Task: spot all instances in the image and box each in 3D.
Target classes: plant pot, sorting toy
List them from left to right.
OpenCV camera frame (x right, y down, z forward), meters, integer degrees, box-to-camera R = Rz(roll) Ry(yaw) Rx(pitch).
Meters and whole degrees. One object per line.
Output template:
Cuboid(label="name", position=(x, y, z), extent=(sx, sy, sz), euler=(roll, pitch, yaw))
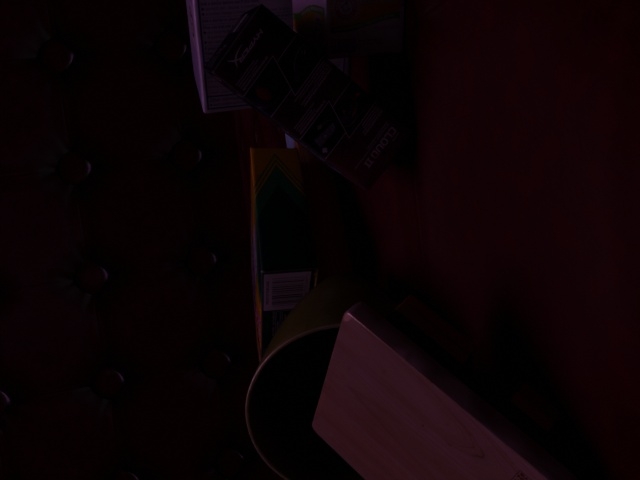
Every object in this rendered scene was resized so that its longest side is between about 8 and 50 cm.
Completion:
Cuboid(label="plant pot", position=(0.042, 0.174, 0.974), extent=(0.293, 0.274, 0.275), euler=(-86, -6, -68))
Cuboid(label="sorting toy", position=(0.127, 0.207, 0.711), extent=(0.257, 0.089, 0.256), euler=(38, 142, 22))

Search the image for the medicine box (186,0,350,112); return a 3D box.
Cuboid(label="medicine box", position=(-0.090, -0.388, 1.104), extent=(0.149, 0.263, 0.289), euler=(-114, 20, -50))

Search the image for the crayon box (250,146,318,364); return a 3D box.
Cuboid(label="crayon box", position=(-0.085, 0.051, 1.302), extent=(0.363, 0.106, 0.313), euler=(97, 166, -48))

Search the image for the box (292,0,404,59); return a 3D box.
Cuboid(label="box", position=(0.033, -0.336, 0.930), extent=(0.203, 0.114, 0.103), euler=(-121, 25, -58))

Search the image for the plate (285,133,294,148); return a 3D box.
Cuboid(label="plate", position=(-0.061, -0.268, 1.622), extent=(0.188, 0.024, 0.188), euler=(173, 90, -78))

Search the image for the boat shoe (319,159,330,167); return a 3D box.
Cuboid(label="boat shoe", position=(0.021, -0.197, 1.241), extent=(0.043, 0.049, 0.137), euler=(-118, 28, -52))

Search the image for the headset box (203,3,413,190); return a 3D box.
Cuboid(label="headset box", position=(-0.015, -0.197, 0.939), extent=(0.110, 0.293, 0.218), euler=(-53, 20, 5))

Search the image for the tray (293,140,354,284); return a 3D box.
Cuboid(label="tray", position=(0.000, 0.000, 1.321), extent=(0.203, 0.076, 0.411), euler=(99, 166, -54))
